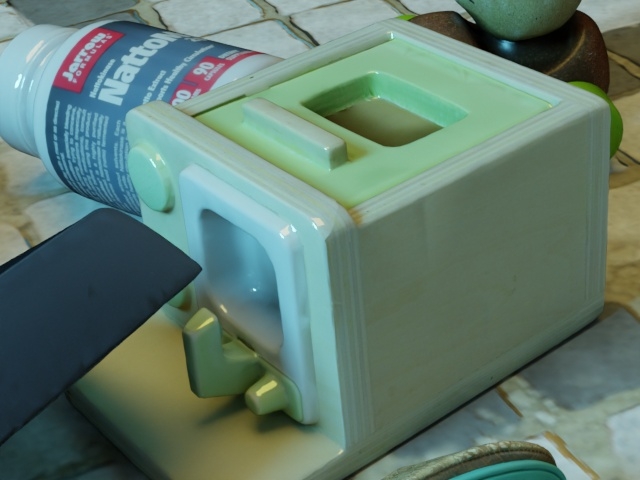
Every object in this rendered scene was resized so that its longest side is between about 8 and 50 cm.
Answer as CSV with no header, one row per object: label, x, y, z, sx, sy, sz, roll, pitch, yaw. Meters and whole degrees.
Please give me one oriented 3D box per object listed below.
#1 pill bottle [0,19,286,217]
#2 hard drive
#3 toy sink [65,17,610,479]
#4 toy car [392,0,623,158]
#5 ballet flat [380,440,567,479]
pill bottle,-0.100,-0.069,0.768,0.180,0.108,0.108,18,39,32
hard drive,-0.177,0.080,0.513,0.254,0.054,0.172,-42,12,-37
toy sink,0.000,0.000,0.623,0.234,0.131,0.152,-26,38,-29
toy car,0.099,-0.151,0.791,0.148,0.188,0.155,-8,32,-4
ballet flat,0.004,0.127,0.487,0.206,0.073,0.067,-26,23,-35
